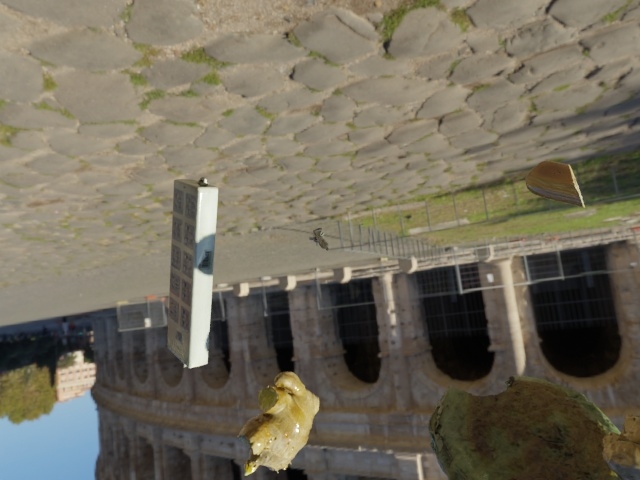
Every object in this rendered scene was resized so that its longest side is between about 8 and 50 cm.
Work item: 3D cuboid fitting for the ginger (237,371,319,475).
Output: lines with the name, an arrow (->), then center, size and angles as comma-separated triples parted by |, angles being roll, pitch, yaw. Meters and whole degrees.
ginger -> -0.087, 0.393, 1.003 | 0.102, 0.216, 0.157 | 10, 146, 46

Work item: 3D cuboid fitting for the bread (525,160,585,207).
bread -> 0.378, -0.088, 0.752 | 0.062, 0.049, 0.103 | -42, -144, -13

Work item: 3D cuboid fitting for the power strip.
power strip -> -0.239, 0.067, 0.887 | 0.043, 0.367, 0.106 | -4, -164, -40

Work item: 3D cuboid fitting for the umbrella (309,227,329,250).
umbrella -> -0.005, 0.002, 1.237 | 0.044, 0.044, 0.269 | -23, -168, 1

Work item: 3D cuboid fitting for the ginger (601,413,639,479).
ginger -> 0.401, 0.253, 0.516 | 0.205, 0.081, 0.115 | 24, 178, 12

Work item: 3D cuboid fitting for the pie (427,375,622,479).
pie -> 0.315, 0.315, 0.735 | 0.302, 0.067, 0.302 | -4, -154, 2
